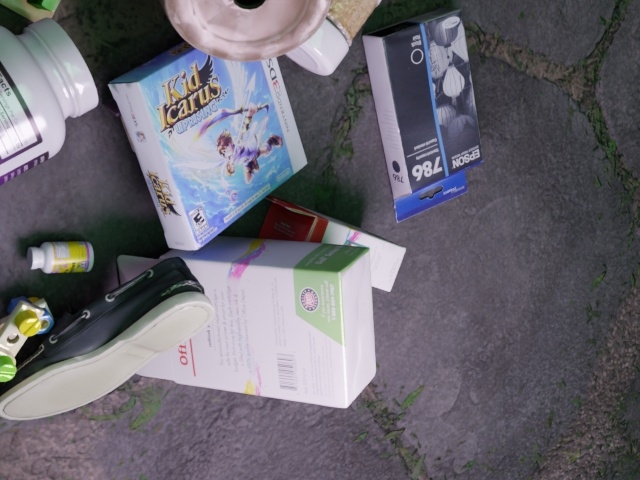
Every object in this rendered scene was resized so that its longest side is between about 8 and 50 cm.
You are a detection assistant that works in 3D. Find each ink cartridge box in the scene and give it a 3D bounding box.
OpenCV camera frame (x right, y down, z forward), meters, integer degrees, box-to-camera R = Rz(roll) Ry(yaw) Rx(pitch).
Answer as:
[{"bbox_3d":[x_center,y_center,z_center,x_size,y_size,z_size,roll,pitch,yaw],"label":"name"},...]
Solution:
[{"bbox_3d":[-0.107,0.106,1.414,0.119,0.353,0.207,-39,129,-60],"label":"ink cartridge box"},{"bbox_3d":[0.000,0.000,1.511,0.231,0.134,0.078,19,94,-34],"label":"ink cartridge box"},{"bbox_3d":[0.178,-0.199,1.611,0.165,0.065,0.333,-25,117,-25],"label":"ink cartridge box"}]

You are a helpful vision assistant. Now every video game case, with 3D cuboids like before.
[{"bbox_3d":[-0.143,-0.158,1.359,0.269,0.061,0.244,-42,124,-43],"label":"video game case"}]

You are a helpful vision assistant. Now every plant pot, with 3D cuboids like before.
[{"bbox_3d":[-0.093,-0.377,1.166,0.323,0.280,0.323,-6,143,-5],"label":"plant pot"}]

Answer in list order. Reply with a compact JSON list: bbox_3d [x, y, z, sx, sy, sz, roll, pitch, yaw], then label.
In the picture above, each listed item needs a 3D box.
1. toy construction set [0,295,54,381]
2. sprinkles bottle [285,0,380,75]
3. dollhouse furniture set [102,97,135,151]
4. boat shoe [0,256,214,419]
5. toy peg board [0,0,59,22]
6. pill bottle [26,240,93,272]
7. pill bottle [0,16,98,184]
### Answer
[{"bbox_3d":[-0.505,0.174,1.241,0.328,0.151,0.215,-56,137,-9],"label":"toy construction set"},{"bbox_3d":[0.065,-0.416,1.437,0.121,0.121,0.355,40,81,-34],"label":"sprinkles bottle"},{"bbox_3d":[-0.222,-0.169,1.359,0.114,0.091,0.081,-35,135,-21],"label":"dollhouse furniture set"},{"bbox_3d":[-0.309,0.130,1.347,0.340,0.113,0.127,-33,149,15],"label":"boat shoe"},{"bbox_3d":[-0.365,-0.370,1.203,0.160,0.079,0.161,27,88,-35],"label":"toy peg board"},{"bbox_3d":[-0.358,0.023,1.344,0.083,0.043,0.043,-1,105,-32],"label":"pill bottle"},{"bbox_3d":[-0.436,-0.139,1.162,0.323,0.181,0.181,-33,119,-21],"label":"pill bottle"}]
